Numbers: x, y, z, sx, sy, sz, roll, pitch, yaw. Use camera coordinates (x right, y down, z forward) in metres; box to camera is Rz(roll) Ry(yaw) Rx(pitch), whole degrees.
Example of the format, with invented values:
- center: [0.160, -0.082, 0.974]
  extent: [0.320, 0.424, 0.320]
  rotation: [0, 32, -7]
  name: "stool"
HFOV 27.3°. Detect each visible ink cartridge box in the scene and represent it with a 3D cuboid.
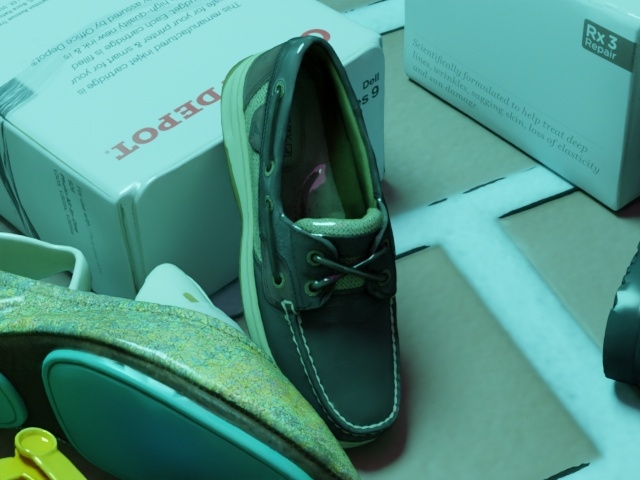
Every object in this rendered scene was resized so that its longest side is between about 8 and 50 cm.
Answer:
- center: [-0.128, -0.098, 0.862]
  extent: [0.211, 0.122, 0.289]
  rotation: [-34, 51, -28]
  name: "ink cartridge box"

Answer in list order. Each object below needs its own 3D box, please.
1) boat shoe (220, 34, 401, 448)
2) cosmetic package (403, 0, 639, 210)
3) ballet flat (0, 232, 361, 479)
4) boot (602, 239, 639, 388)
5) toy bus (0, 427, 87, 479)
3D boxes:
- center: [0.001, -0.001, 0.703]
  extent: [0.080, 0.073, 0.224]
  rotation: [-9, 83, -26]
  name: "boat shoe"
- center: [0.265, -0.207, 0.925]
  extent: [0.385, 0.156, 0.217]
  rotation: [-30, 49, -23]
  name: "cosmetic package"
- center: [-0.127, 0.057, 0.702]
  extent: [0.348, 0.123, 0.123]
  rotation: [11, 45, 20]
  name: "ballet flat"
- center: [0.292, 0.009, 0.733]
  extent: [0.207, 0.094, 0.246]
  rotation: [14, 53, 24]
  name: "boot"
- center: [-0.107, 0.190, 0.562]
  extent: [0.211, 0.150, 0.220]
  rotation: [-18, 45, -37]
  name: "toy bus"
